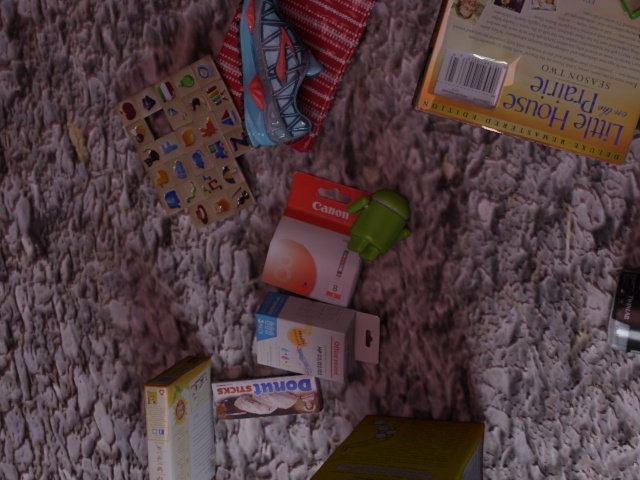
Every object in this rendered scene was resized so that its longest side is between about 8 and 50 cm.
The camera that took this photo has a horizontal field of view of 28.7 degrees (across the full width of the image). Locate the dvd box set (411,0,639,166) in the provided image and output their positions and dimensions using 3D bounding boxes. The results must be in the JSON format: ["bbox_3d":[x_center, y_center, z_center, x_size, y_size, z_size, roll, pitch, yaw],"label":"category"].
[{"bbox_3d":[0.327,-0.339,1.685,0.308,0.062,0.420,14,103,-6],"label":"dvd box set"}]

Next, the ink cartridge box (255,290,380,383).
[{"bbox_3d":[-0.004,0.152,1.920,0.181,0.061,0.104,11,128,15],"label":"ink cartridge box"}]

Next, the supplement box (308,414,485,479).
[{"bbox_3d":[0.109,0.397,1.789,0.195,0.356,0.194,2,100,17],"label":"supplement box"}]

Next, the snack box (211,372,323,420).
[{"bbox_3d":[-0.085,0.249,2.002,0.178,0.022,0.064,-8,96,19],"label":"snack box"}]

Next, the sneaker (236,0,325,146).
[{"bbox_3d":[-0.056,-0.270,1.841,0.125,0.104,0.261,-2,101,2],"label":"sneaker"}]

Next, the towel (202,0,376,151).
[{"bbox_3d":[-0.047,-0.292,1.887,0.199,0.031,0.274,28,105,13],"label":"towel"}]

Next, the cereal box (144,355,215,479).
[{"bbox_3d":[-0.219,0.319,1.979,0.047,0.173,0.240,2,100,17],"label":"cereal box"}]

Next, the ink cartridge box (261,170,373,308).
[{"bbox_3d":[0.000,0.000,1.919,0.145,0.045,0.179,18,107,13],"label":"ink cartridge box"}]

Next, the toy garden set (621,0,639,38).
[{"bbox_3d":[0.541,-0.274,1.656,0.204,0.049,0.244,-31,104,4],"label":"toy garden set"}]

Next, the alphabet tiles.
[{"bbox_3d":[-0.196,-0.143,1.954,0.198,0.009,0.237,-23,97,28],"label":"alphabet tiles"}]

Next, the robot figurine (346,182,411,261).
[{"bbox_3d":[0.088,-0.026,1.862,0.101,0.067,0.115,35,82,-23],"label":"robot figurine"}]

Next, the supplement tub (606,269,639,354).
[{"bbox_3d":[0.501,0.111,1.740,0.191,0.117,0.117,11,103,15],"label":"supplement tub"}]
